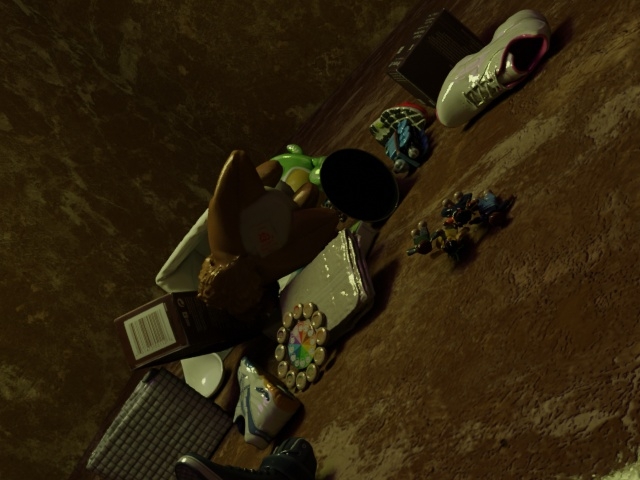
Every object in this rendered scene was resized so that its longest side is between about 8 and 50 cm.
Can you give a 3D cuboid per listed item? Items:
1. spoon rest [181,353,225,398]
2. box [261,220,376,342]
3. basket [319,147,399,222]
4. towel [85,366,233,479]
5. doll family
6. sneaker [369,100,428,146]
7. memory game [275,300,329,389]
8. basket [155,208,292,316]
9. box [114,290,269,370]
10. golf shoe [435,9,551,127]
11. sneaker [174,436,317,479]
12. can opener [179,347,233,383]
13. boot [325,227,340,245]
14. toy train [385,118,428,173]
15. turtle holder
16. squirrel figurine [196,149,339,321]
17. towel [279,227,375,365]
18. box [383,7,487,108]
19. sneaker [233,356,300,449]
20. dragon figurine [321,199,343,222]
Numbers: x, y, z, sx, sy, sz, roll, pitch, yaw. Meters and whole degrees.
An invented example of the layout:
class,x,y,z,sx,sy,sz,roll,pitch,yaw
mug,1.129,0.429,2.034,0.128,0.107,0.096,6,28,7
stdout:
class,x,y,z,sx,sy,sz,roll,pitch,yaw
spoon rest,-0.358,0.357,1.965,0.137,0.084,0.276,-53,37,3
box,-0.007,0.105,1.635,0.322,0.058,0.232,-34,24,51
basket,0.088,-0.139,1.687,0.154,0.204,0.227,-53,5,2
towel,-0.383,0.470,1.614,0.283,0.235,0.121,-56,8,-10
doll family,0.234,-0.026,1.133,0.193,0.076,0.111,-46,10,16
sneaker,0.228,-0.350,1.894,0.118,0.107,0.279,-47,14,-14
memory game,-0.042,0.215,1.388,0.186,0.012,0.186,-23,61,50
basket,-0.245,0.057,1.991,0.331,0.328,0.266,-49,10,20
box,-0.309,0.215,1.704,0.191,0.143,0.381,-25,-11,24
golf shoe,0.363,-0.353,1.436,0.306,0.115,0.140,-48,18,26
sneaker,-0.101,0.345,1.013,0.086,0.226,0.163,-29,23,43
can opener,-0.344,0.381,2.091,0.283,0.076,0.095,-52,-18,8
boot,0.000,0.000,1.883,0.084,0.059,0.158,-55,22,-19
toy train,0.216,-0.232,1.696,0.105,0.080,0.184,-57,13,26
turtle holder,-0.070,-0.147,2.153,0.321,0.243,0.227,-1,44,28
squirrel figurine,-0.166,-0.004,1.642,0.396,0.281,0.370,-65,11,4
towel,0.008,0.120,1.405,0.282,0.049,0.187,-44,44,38
box,0.309,-0.487,1.813,0.203,0.167,0.168,-52,14,7
sneaker,-0.141,0.335,1.402,0.131,0.112,0.296,-57,12,-6
dragon figurine,0.072,-0.135,1.903,0.289,0.085,0.144,-34,24,52
